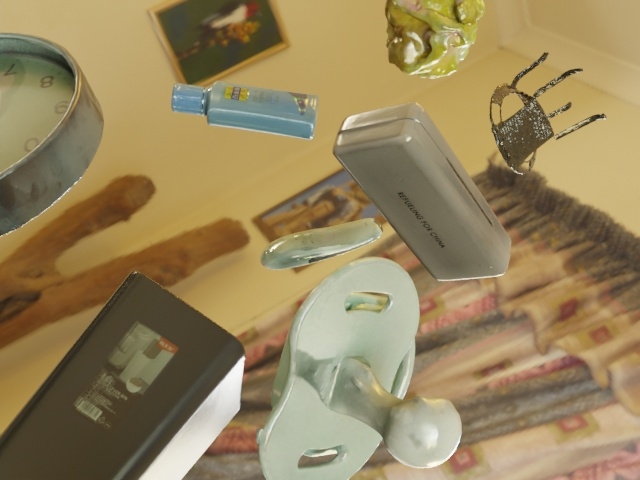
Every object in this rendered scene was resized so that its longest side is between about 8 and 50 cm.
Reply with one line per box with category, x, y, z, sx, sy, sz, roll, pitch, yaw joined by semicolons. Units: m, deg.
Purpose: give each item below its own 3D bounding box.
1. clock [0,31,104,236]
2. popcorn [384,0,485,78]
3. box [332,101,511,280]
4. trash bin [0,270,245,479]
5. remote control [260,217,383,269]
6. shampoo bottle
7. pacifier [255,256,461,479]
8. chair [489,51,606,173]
clock;-0.395;-0.112;0.922;0.319;0.318;0.066;51;-19;41
popcorn;0.144;-0.283;1.114;0.125;0.145;0.126;44;30;10
box;0.115;-0.044;0.930;0.103;0.055;0.244;-7;-39;36
trash bin;-0.172;0.164;0.675;0.115;0.225;0.165;34;-27;11
remote control;0.001;0.001;1.739;0.097;0.256;0.045;-116;-168;-55
shampoo bottle;-0.135;-0.236;1.532;0.104;0.258;0.061;-85;-177;-47
pacifier;0.074;0.203;1.123;0.269;0.288;0.344;28;-73;41
chair;0.401;-0.234;1.624;0.174;0.213;0.149;56;-2;-24
